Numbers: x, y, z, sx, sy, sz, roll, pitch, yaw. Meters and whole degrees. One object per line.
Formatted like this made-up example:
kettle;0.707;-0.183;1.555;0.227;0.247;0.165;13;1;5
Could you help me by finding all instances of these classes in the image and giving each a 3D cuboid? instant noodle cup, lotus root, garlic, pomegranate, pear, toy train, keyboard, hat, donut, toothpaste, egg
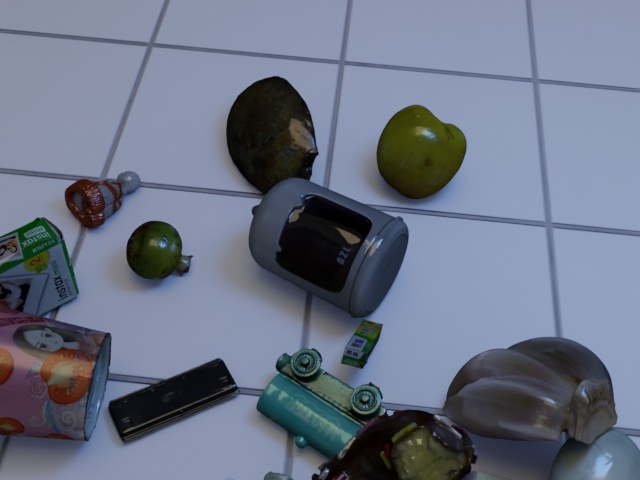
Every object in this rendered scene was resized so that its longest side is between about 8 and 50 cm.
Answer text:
instant noodle cup;-0.497;0.237;1.559;0.231;0.243;0.243;10;49;-4
lotus root;-0.119;-0.238;2.022;0.142;0.210;0.314;-5;35;-22
garlic;0.374;0.257;1.577;0.279;0.132;0.325;-13;15;-40
pomegranate;-0.332;0.024;1.822;0.130;0.130;0.130;1;49;-2
pear;0.216;-0.196;1.991;0.200;0.200;0.200;1;49;-2
toy train;0.005;0.303;1.611;0.248;0.101;0.159;28;67;21
keyboard;-0.267;0.291;1.646;0.230;0.025;0.093;-20;51;-19
hat;-0.460;-0.100;1.950;0.112;0.093;0.162;43;41;18
donut;0.077;0.395;1.416;0.345;0.259;0.136;-43;98;-8
toothpaste;0.080;0.192;1.682;0.043;0.037;0.178;17;15;10
egg;0.459;0.406;1.501;0.151;0.151;0.209;24;49;17

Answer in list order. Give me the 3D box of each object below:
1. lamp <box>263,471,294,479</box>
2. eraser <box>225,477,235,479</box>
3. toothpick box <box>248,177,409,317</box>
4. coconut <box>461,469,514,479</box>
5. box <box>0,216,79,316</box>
lamp;-0.089;0.468;1.460;0.106;0.106;0.193;15;41;10
eraser;-0.163;0.450;1.488;0.026;0.065;0.105;19;49;10
toothpick box;0.000;0.000;1.805;0.316;0.229;0.229;25;53;20
coconut;0.259;0.475;1.380;0.245;0.233;0.233;10;49;3
box;-0.596;0.080;1.712;0.250;0.180;0.103;-29;53;-24
